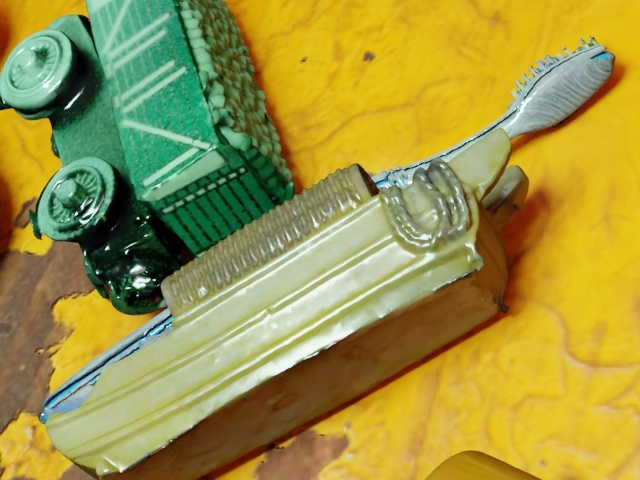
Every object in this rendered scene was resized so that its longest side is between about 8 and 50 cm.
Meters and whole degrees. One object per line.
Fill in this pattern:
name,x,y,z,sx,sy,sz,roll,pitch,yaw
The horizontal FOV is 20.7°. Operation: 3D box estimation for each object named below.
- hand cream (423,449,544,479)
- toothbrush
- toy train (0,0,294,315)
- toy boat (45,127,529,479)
hand cream,0.175,0.186,0.765,0.314,0.089,0.140,27,74,39
toothbrush,0.000,0.000,1.060,0.413,0.035,0.042,-33,24,5
toy train,-0.118,-0.074,1.136,0.154,0.115,0.269,-33,44,13
toy boat,-0.017,0.037,0.995,0.310,0.089,0.115,-31,60,10
